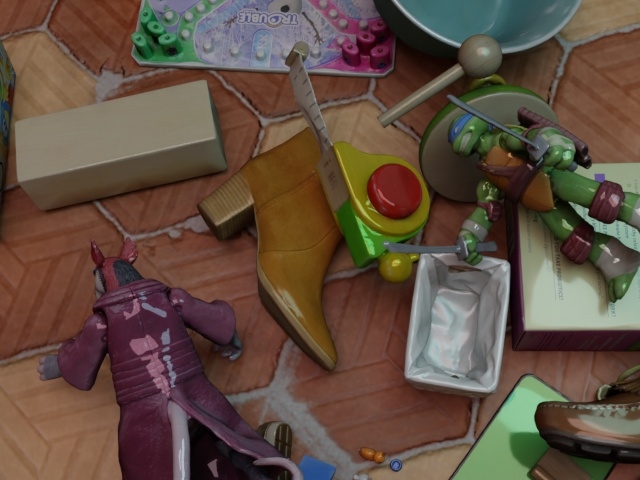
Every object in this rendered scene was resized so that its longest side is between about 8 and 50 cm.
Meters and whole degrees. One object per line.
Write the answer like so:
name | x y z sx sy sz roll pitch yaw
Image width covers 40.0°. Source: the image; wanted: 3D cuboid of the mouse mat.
mouse mat | 0.264 0.276 1.075 0.153 0.007 0.189 35 76 15

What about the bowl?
bowl | 0.188 -0.372 1.194 0.312 0.163 0.311 2 80 -12

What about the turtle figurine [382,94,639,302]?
turtle figurine | 0.230 -0.027 0.964 0.266 0.275 0.197 31 110 10

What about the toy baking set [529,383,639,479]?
toy baking set | 0.385 0.280 1.045 0.256 0.030 0.196 17 73 8

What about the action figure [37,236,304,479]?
action figure | -0.196 0.164 1.003 0.248 0.276 0.370 -23 85 -11

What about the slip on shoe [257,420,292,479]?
slip on shoe | -0.065 0.290 1.079 0.041 0.051 0.135 -8 73 37

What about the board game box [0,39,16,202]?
board game box | -0.515 -0.151 1.197 0.142 0.144 0.275 -1 66 -4

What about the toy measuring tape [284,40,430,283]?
toy measuring tape | 0.056 -0.103 1.105 0.121 0.121 0.330 -19 76 -2

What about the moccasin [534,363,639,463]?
moccasin | 0.426 0.169 0.992 0.380 0.139 0.146 -8 77 -2

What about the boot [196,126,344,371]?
boot | -0.001 0.000 1.146 0.211 0.104 0.295 -33 77 -14

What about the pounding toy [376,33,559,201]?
pounding toy | 0.193 -0.164 1.141 0.183 0.237 0.110 -32 43 19

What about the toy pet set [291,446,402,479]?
toy pet set | 0.025 0.299 1.055 0.114 0.065 0.122 20 73 11

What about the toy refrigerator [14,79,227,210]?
toy refrigerator | -0.273 -0.129 1.217 0.270 0.094 0.102 -13 63 0

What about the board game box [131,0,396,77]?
board game box | -0.071 -0.437 1.328 0.390 0.050 0.389 4 71 6

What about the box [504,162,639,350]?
box | 0.361 0.022 1.097 0.243 0.117 0.213 -1 71 5

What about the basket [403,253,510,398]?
basket | 0.167 0.109 1.090 0.113 0.103 0.167 8 71 8
